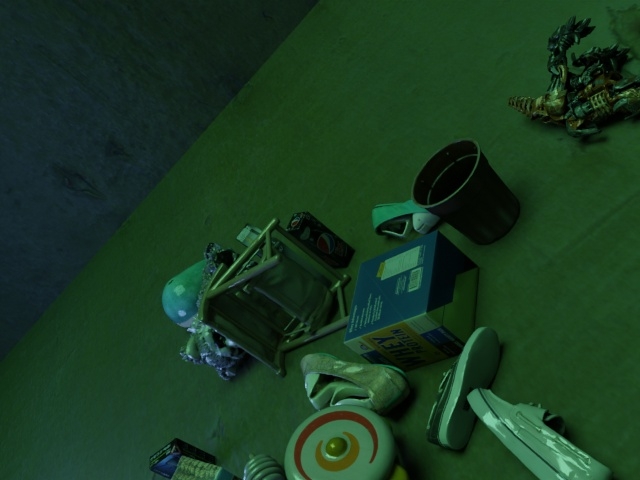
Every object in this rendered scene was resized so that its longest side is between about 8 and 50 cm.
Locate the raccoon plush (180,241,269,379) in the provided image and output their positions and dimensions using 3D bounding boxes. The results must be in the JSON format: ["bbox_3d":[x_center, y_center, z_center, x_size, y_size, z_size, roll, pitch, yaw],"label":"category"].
[{"bbox_3d":[-0.254,0.184,2.108,0.299,0.216,0.446,-64,11,-4],"label":"raccoon plush"}]

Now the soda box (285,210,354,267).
[{"bbox_3d":[0.000,0.000,1.909,0.060,0.169,0.053,-7,51,54],"label":"soda box"}]

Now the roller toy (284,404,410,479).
[{"bbox_3d":[0.043,0.382,1.337,0.191,0.146,0.209,-21,40,1],"label":"roller toy"}]

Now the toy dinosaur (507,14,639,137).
[{"bbox_3d":[0.498,-0.303,1.568,0.322,0.164,0.218,8,78,36],"label":"toy dinosaur"}]

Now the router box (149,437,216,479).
[{"bbox_3d":[-0.314,0.507,1.812,0.092,0.122,0.038,-39,34,23],"label":"router box"}]

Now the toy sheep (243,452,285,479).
[{"bbox_3d":[-0.115,0.475,1.595,0.091,0.091,0.132,-50,46,2],"label":"toy sheep"}]

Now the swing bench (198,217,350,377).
[{"bbox_3d":[-0.099,0.134,1.804,0.255,0.253,0.165,-39,29,21],"label":"swing bench"}]

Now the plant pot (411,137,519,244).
[{"bbox_3d":[0.295,-0.086,1.573,0.167,0.165,0.167,-37,30,25],"label":"plant pot"}]

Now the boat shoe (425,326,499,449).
[{"bbox_3d":[0.236,0.244,1.353,0.070,0.078,0.219,-2,56,54],"label":"boat shoe"}]

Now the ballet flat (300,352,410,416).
[{"bbox_3d":[0.037,0.286,1.557,0.106,0.107,0.316,-48,22,-29],"label":"ballet flat"}]

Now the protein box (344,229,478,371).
[{"bbox_3d":[0.176,0.122,1.528,0.201,0.136,0.199,-26,36,39],"label":"protein box"}]

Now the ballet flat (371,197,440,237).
[{"bbox_3d":[0.209,-0.052,1.775,0.247,0.083,0.087,-14,69,50],"label":"ballet flat"}]

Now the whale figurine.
[{"bbox_3d":[-0.363,0.120,2.343,0.216,0.141,0.272,-7,48,54],"label":"whale figurine"}]

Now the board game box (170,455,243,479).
[{"bbox_3d":[-0.145,0.537,1.337,0.141,0.291,0.232,-8,50,53],"label":"board game box"}]

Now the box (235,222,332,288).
[{"bbox_3d":[-0.095,0.048,1.981,0.056,0.183,0.231,-53,28,-5],"label":"box"}]

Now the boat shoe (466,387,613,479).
[{"bbox_3d":[0.317,0.284,1.167,0.088,0.096,0.267,-46,28,0],"label":"boat shoe"}]
